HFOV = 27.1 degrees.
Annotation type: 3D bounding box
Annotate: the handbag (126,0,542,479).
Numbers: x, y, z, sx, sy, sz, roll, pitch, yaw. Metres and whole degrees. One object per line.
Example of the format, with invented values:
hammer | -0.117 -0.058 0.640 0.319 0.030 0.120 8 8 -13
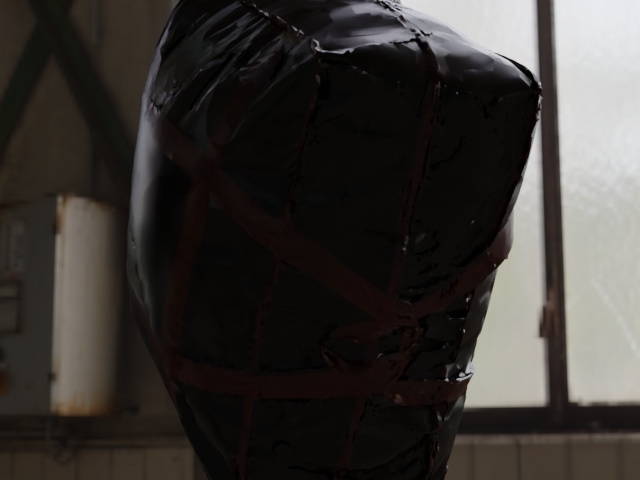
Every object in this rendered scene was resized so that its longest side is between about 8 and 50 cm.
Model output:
handbag | 0.000 0.000 0.559 0.155 0.215 0.169 3 25 -18
